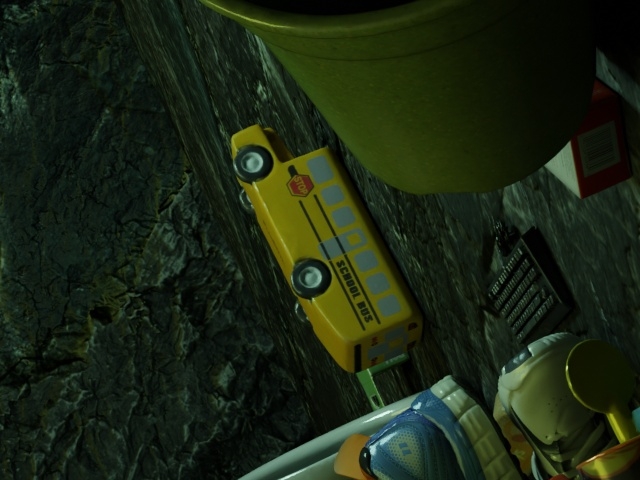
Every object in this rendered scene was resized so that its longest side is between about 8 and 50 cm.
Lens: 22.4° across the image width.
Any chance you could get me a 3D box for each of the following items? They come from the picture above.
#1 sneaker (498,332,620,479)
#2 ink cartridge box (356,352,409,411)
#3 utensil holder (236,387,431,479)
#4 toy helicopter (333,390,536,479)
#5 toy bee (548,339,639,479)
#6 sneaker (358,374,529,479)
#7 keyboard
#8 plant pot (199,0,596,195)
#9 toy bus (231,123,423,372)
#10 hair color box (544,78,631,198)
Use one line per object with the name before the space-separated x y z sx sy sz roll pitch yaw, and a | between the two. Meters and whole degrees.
sneaker | 0.227 0.189 1.333 0.153 0.094 0.235 57 167 41
ink cartridge box | 0.067 0.133 2.188 0.109 0.062 0.209 125 121 -78
utensil holder | 0.099 0.404 1.868 0.385 0.328 0.327 65 171 3
toy helicopter | 0.147 0.224 1.569 0.355 0.235 0.140 115 175 -54
toy bee | 0.217 0.147 1.078 0.298 0.162 0.195 80 166 -54
sneaker | 0.142 0.285 1.390 0.330 0.147 0.130 60 -175 -3
keyboard | 0.179 0.036 1.455 0.180 0.023 0.108 104 143 -73
plant pot | 0.063 -0.164 1.000 0.276 0.276 0.254 60 179 35
toy bus | 0.000 0.000 2.041 0.108 0.130 0.332 85 160 -64
hair color box | 0.165 -0.095 1.153 0.141 0.043 0.072 -128 17 -54
